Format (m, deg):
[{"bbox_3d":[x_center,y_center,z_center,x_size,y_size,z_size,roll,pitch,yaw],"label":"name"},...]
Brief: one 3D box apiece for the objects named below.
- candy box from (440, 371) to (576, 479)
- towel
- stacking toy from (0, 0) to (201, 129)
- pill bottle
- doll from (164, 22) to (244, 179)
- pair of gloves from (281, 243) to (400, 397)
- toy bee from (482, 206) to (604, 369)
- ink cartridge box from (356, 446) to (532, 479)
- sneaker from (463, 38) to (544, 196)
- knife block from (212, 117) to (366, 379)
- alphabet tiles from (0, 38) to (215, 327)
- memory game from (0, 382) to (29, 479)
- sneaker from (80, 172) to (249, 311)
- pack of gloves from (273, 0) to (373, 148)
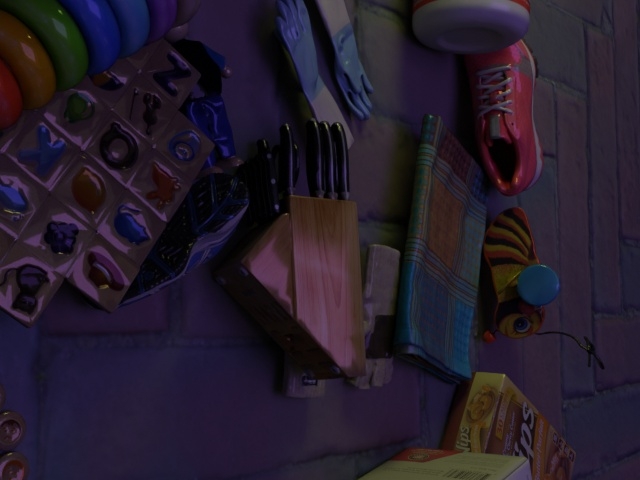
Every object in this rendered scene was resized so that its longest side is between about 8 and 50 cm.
[{"bbox_3d":[0.323,0.377,1.454,0.316,0.088,0.183,46,55,-38],"label":"candy box"},{"bbox_3d":[0.199,0.023,1.337,0.271,0.040,0.370,33,62,-56],"label":"towel"},{"bbox_3d":[-0.252,-0.170,0.749,0.330,0.141,0.141,-51,125,-30],"label":"stacking toy"},{"bbox_3d":[0.237,-0.470,1.339,0.181,0.181,0.322,11,79,-49],"label":"pill bottle"},{"bbox_3d":[-0.145,-0.167,0.968,0.129,0.046,0.189,-30,111,-48],"label":"doll"},{"bbox_3d":[0.028,0.106,1.160,0.240,0.042,0.204,1,90,-48],"label":"pair of gloves"},{"bbox_3d":[0.335,0.102,1.456,0.195,0.162,0.298,44,22,-57],"label":"toy bee"},{"bbox_3d":[0.130,0.381,1.132,0.283,0.207,0.117,-15,97,-49],"label":"ink cartridge box"},{"bbox_3d":[0.309,-0.221,1.434,0.136,0.116,0.313,-41,119,-60],"label":"sneaker"},{"bbox_3d":[0.000,0.000,1.042,0.275,0.088,0.242,48,61,-13],"label":"knife block"},{"bbox_3d":[-0.253,-0.104,0.817,0.285,0.011,0.342,43,55,-26],"label":"alphabet tiles"},{"bbox_3d":[-0.336,0.199,0.741,0.186,0.012,0.186,5,83,-49],"label":"memory game"},{"bbox_3d":[-0.159,0.015,0.910,0.211,0.080,0.081,-35,159,-27],"label":"sneaker"},{"bbox_3d":[-0.002,-0.243,1.162,0.195,0.046,0.232,-55,131,-51],"label":"pack of gloves"}]
